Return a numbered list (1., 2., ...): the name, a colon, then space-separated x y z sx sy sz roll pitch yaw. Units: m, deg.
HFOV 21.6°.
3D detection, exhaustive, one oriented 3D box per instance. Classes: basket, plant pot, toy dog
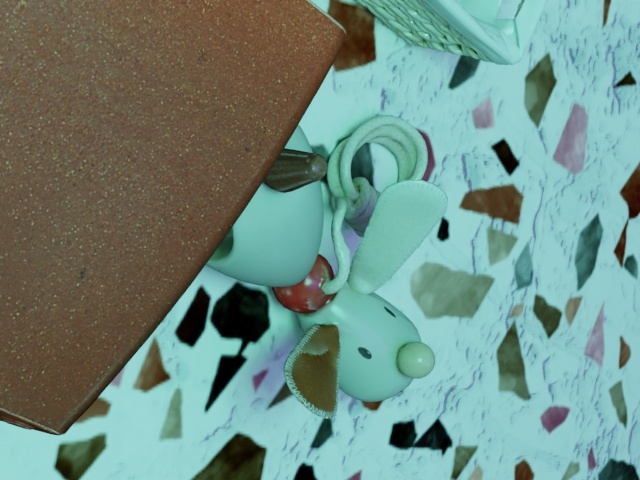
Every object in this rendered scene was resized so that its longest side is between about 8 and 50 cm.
1. basket: 0.078 -0.210 1.168 0.167 0.103 0.113 34 75 -45
2. plant pot: -0.196 -0.055 0.792 0.267 0.267 0.235 33 72 -45
3. toy dog: 0.000 0.000 1.097 0.334 0.161 0.220 20 86 -46
